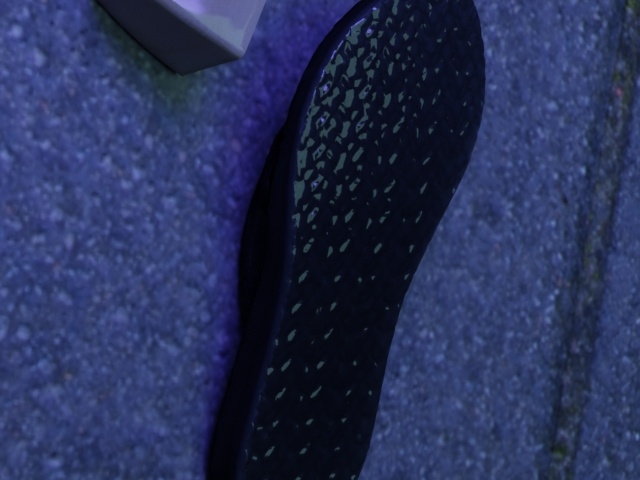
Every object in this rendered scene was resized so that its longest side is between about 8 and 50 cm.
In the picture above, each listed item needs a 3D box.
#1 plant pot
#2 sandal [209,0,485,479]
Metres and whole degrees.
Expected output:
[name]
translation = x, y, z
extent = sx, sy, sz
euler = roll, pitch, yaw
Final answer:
[plant pot]
translation = -0.099, -0.193, 1.327
extent = 0.096, 0.109, 0.109
euler = 27, 75, -24
[sandal]
translation = -0.002, 0.001, 1.430
extent = 0.167, 0.107, 0.446
euler = 15, 96, -41
